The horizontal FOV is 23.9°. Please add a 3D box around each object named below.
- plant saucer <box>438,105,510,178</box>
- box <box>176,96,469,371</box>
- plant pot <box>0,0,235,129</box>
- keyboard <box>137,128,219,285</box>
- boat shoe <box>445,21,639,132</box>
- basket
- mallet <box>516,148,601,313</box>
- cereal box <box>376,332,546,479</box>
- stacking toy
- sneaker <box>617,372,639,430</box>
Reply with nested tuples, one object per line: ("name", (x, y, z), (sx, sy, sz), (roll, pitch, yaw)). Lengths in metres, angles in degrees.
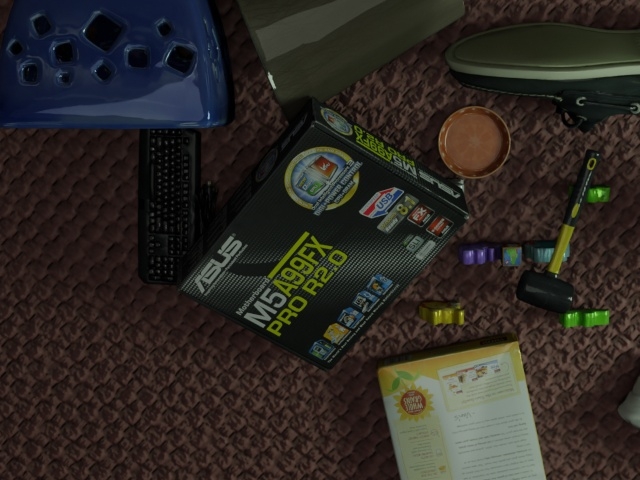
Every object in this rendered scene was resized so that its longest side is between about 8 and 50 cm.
("plant saucer", (0.177, -0.114, 1.749), (0.083, 0.013, 0.084), (0, 97, 2))
("box", (0.000, 0.000, 1.698), (0.216, 0.060, 0.270), (30, 117, -22))
("plant pot", (-0.217, -0.229, 1.645), (0.235, 0.236, 0.212), (1, 95, 3))
("keyboard", (-0.167, -0.039, 1.774), (0.100, 0.038, 0.192), (1, 102, 3))
("boat shoe", (0.310, -0.174, 1.683), (0.340, 0.127, 0.113), (-4, 124, 1))
("basket", (0.032, -0.262, 1.664), (0.226, 0.154, 0.204), (-21, 85, 3))
("mallet", (0.269, -0.013, 1.711), (0.062, 0.039, 0.190), (10, 99, -5))
("cereal box", (0.174, 0.243, 1.806), (0.173, 0.047, 0.240), (-11, 101, 5))
("stacking toy", (0.226, 0.014, 1.760), (0.221, 0.052, 0.167), (0, 103, 1))
("sneaker", (0.464, 0.196, 1.736), (0.232, 0.090, 0.115), (21, 92, 21))
